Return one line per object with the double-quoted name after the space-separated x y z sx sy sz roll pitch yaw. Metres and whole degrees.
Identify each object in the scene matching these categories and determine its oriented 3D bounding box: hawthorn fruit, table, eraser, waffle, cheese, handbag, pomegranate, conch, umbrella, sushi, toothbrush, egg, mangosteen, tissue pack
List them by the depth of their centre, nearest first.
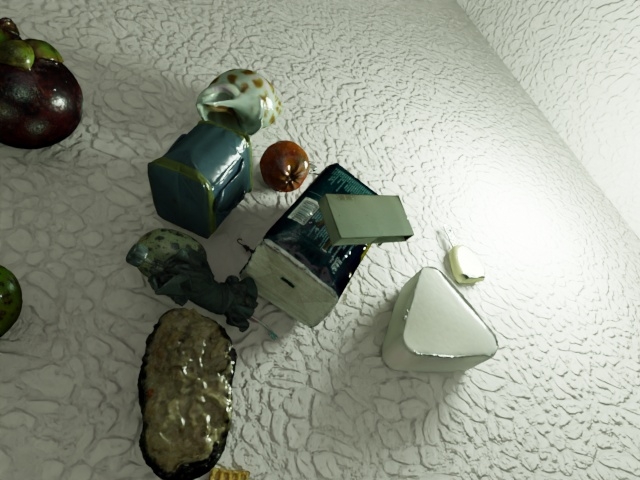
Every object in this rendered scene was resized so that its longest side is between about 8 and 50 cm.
-0.722 0.108 0.823 0.211 0.263 0.211 4 31 -2 "pomegranate"
-0.204 0.560 0.883 0.092 0.021 0.135 15 53 -15 "waffle"
-0.289 0.329 0.911 0.211 0.171 0.350 6 54 -19 "sushi"
-0.296 0.103 1.012 0.349 0.094 0.143 36 27 -32 "umbrella"
0.101 -0.038 1.059 0.240 0.111 0.121 -2 64 -34 "table"
-0.387 0.041 1.084 0.181 0.141 0.141 10 54 -23 "egg"
-0.793 -0.397 1.111 0.300 0.300 0.300 12 53 -17 "mangosteen"
-0.197 0.203 1.140 0.204 0.017 0.022 39 31 4 "toothbrush"
-0.333 -0.177 1.185 0.222 0.263 0.241 19 47 11 "handbag"
0.000 0.000 1.216 0.264 0.253 0.416 36 51 0 "tissue pack"
-0.202 0.035 1.256 0.122 0.022 0.013 38 24 -9 "umbrella"
0.370 0.280 1.264 0.331 0.150 0.331 11 52 -15 "eraser"
-0.124 -0.253 1.397 0.173 0.173 0.173 12 53 -17 "hawthorn fruit"
-0.267 -0.467 1.463 0.368 0.197 0.249 -6 95 -28 "conch"
0.518 0.043 1.556 0.127 0.054 0.251 -1 57 -25 "cheese"

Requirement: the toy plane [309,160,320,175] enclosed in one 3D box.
-0.056 -0.264 1.522 0.120 0.031 0.049 6 64 -25 "toy plane"
